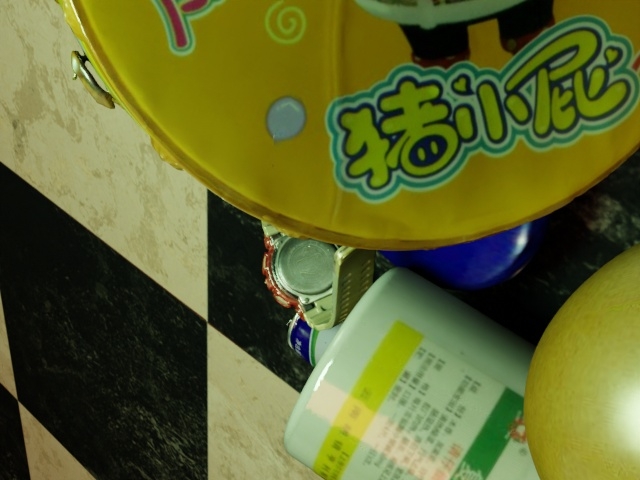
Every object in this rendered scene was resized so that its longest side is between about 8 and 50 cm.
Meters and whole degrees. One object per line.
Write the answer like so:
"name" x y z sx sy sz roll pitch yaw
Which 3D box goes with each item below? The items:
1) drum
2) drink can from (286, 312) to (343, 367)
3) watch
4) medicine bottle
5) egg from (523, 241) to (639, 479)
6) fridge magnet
"drum" 0.032 -0.212 0.608 0.214 0.431 0.431 -139 33 -68
"drink can" 0.073 0.148 1.093 0.235 0.097 0.097 37 136 30
"watch" -0.003 -0.002 0.989 0.164 0.102 0.268 61 166 20
"medicine bottle" 0.157 0.193 0.883 0.340 0.208 0.208 32 136 13
"egg" 0.307 0.114 0.629 0.351 0.282 0.282 -4 109 34
"fridge magnet" 0.104 -0.078 0.897 0.265 0.113 0.265 31 134 38
